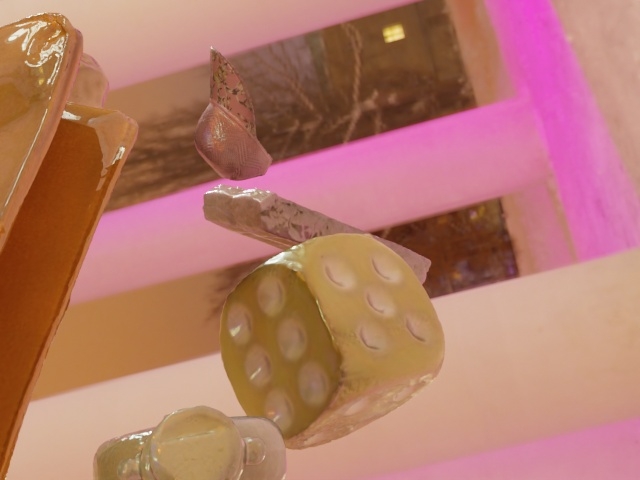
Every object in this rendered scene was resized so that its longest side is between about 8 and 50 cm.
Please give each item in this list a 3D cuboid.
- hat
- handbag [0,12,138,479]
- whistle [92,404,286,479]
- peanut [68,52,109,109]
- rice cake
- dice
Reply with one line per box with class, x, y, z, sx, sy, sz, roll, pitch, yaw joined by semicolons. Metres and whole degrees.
hat;-0.064;-0.077;0.609;0.058;0.042;0.087;-139;26;-76
handbag;-0.307;0.028;0.677;0.133;0.283;0.401;65;-152;-50
whistle;-0.076;0.137;0.580;0.258;0.126;0.067;118;143;-71
peanut;-0.384;-0.138;1.119;0.313;0.152;0.152;-35;-65;-47
rice cake;0.000;0.000;1.124;0.298;0.106;0.050;22;-99;-45
dice;0.010;0.103;0.990;0.169;0.166;0.169;-5;-121;-47
